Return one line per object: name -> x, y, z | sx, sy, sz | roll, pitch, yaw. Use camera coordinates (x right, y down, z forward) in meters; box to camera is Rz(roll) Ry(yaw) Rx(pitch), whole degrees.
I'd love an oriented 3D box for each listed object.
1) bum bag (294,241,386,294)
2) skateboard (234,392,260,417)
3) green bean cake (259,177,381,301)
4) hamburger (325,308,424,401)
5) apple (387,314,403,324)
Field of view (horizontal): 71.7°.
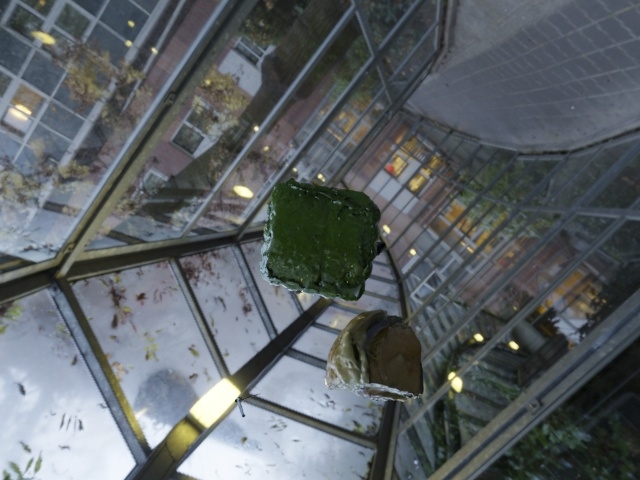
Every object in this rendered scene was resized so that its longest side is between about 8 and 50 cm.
bum bag -> 0.050, 0.083, 1.261 | 0.074, 0.310, 0.137 | 56, -161, 1
skateboard -> -0.225, 0.515, 1.401 | 0.083, 0.032, 0.063 | -6, -112, -49
green bean cake -> 0.000, 0.000, 0.815 | 0.215, 0.200, 0.113 | 9, 178, 5
hamburger -> 0.069, 0.185, 0.721 | 0.208, 0.136, 0.155 | 22, -122, -52
apple -> 0.150, 0.221, 0.999 | 0.114, 0.102, 0.099 | 6, 126, 61
